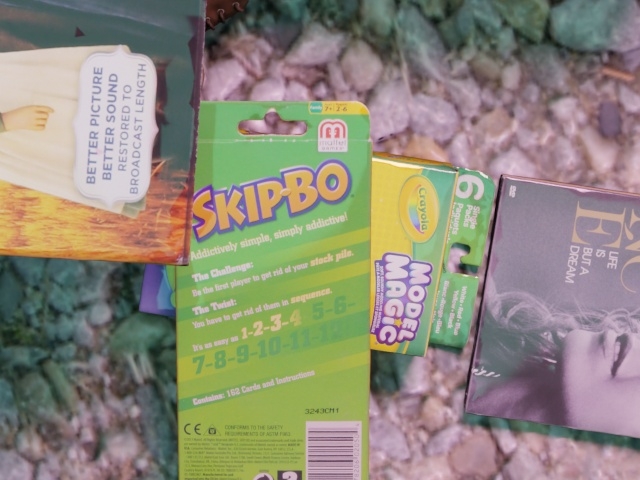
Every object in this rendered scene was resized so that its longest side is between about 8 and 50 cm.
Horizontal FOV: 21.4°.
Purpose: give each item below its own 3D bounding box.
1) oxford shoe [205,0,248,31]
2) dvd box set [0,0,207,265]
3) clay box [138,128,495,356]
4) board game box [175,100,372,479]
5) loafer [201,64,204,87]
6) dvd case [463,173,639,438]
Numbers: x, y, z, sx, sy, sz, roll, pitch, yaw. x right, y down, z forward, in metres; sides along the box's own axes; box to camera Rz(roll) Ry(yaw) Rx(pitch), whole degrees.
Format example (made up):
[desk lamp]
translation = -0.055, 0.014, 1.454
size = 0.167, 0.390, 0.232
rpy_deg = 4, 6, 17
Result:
[oxford shoe]
translation = -0.063, -0.177, 1.075
size = 0.227, 0.083, 0.096
rpy_deg = -1, 114, 1
[dvd box set]
translation = -0.273, -0.149, 0.955
size = 0.420, 0.062, 0.307
rpy_deg = 4, 91, -11
[clay box]
translation = 0.000, 0.000, 1.117
size = 0.222, 0.053, 0.127
rpy_deg = 9, 98, -1
[board game box]
translation = -0.030, 0.038, 1.078
size = 0.124, 0.039, 0.259
rpy_deg = 0, 104, -1
[loafer]
translation = -0.139, -0.091, 1.108
size = 0.148, 0.050, 0.056
rpy_deg = -11, 97, 16
[dvd case]
translation = 0.218, 0.052, 1.143
size = 0.221, 0.018, 0.164
rpy_deg = 8, 97, -2
